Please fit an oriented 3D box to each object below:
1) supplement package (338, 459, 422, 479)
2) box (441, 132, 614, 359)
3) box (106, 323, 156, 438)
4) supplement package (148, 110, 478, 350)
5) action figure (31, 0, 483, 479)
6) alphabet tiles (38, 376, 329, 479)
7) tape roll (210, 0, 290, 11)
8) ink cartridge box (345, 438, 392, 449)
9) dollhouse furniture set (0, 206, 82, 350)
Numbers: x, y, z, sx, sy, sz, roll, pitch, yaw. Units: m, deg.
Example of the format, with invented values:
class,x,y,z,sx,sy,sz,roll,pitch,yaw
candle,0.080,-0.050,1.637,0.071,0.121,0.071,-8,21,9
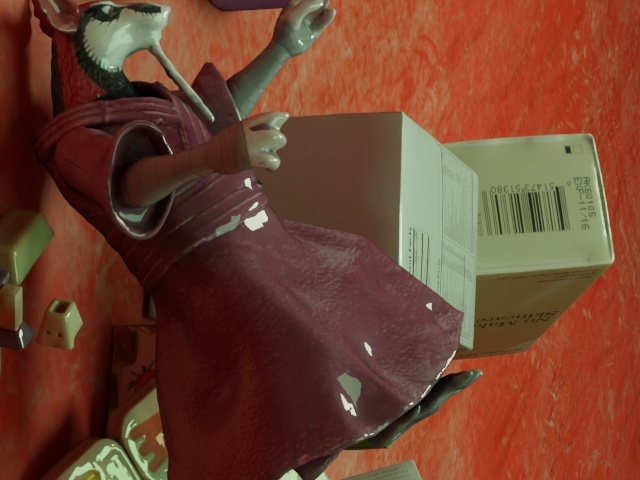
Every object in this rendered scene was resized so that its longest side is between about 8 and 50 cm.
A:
class,x,y,z,sx,sy,sz,roll,pitch,yaw
supplement package,0.052,0.309,1.551,0.244,0.139,0.134,-115,-169,-60
box,0.150,0.014,1.778,0.311,0.148,0.121,111,-27,-72
box,-0.112,0.218,1.341,0.067,0.063,0.324,31,60,-65
supplement package,0.000,0.000,1.475,0.203,0.194,0.149,29,61,-69
action figure,-0.079,-0.004,1.247,0.370,0.276,0.248,51,23,2
alphabet tiles,-0.075,0.238,1.301,0.278,0.021,0.284,-41,112,-38
tape roll,-0.042,-0.277,1.543,0.189,0.080,0.189,0,90,-70
ink cartridge box,0.046,0.063,1.752,0.255,0.097,0.188,-28,115,-68
dollhouse furniture set,-0.173,0.042,1.171,0.114,0.091,0.081,-65,164,-57
